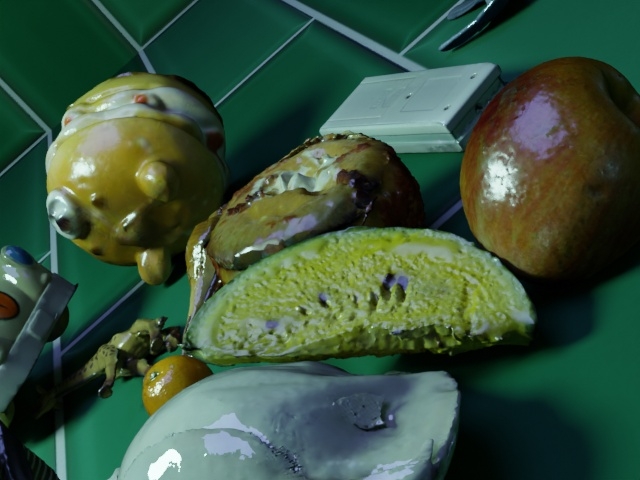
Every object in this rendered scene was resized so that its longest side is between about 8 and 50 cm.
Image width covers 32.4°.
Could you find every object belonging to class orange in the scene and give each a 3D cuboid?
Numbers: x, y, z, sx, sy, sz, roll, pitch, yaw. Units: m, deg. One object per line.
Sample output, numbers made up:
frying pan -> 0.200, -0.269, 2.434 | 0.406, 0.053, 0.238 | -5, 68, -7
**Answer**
orange -> -0.151, 0.162, 1.172 | 0.083, 0.083, 0.083 | -34, 24, 18

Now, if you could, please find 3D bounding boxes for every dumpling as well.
dumpling -> -0.041, 0.170, 0.876 | 0.341, 0.181, 0.260 | -47, 2, 29

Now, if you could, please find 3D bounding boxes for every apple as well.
apple -> 0.203, -0.060, 0.936 | 0.173, 0.160, 0.195 | -53, 7, 33

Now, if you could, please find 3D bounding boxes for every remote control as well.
remote control -> 0.111, -0.156, 1.347 | 0.103, 0.055, 0.277 | -50, 25, -18

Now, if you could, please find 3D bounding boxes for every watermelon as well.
watermelon -> 0.033, 0.060, 0.940 | 0.301, 0.123, 0.129 | -7, 16, 13

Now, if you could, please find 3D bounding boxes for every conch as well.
conch -> -0.123, 0.050, 1.340 | 0.086, 0.080, 0.233 | -39, 44, 40

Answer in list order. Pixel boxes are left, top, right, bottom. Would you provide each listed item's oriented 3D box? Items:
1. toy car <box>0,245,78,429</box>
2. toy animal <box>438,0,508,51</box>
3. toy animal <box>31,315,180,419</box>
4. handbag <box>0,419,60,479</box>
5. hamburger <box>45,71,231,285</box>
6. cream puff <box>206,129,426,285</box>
toy car -> -0.508, 0.163, 1.495 | 0.336, 0.226, 0.242 | -47, 16, 37
toy animal -> 0.244, -0.357, 1.468 | 0.239, 0.176, 0.255 | -50, -10, -26
toy animal -> -0.268, 0.160, 1.389 | 0.275, 0.054, 0.149 | -17, 31, 48
handbag -> -0.313, 0.323, 0.946 | 0.247, 0.240, 0.341 | -37, 22, 8
hamburger -> -0.260, -0.077, 1.560 | 0.276, 0.276, 0.237 | -33, 35, 21
cream puff -> 0.001, 0.000, 1.113 | 0.240, 0.164, 0.240 | -21, 21, 8
